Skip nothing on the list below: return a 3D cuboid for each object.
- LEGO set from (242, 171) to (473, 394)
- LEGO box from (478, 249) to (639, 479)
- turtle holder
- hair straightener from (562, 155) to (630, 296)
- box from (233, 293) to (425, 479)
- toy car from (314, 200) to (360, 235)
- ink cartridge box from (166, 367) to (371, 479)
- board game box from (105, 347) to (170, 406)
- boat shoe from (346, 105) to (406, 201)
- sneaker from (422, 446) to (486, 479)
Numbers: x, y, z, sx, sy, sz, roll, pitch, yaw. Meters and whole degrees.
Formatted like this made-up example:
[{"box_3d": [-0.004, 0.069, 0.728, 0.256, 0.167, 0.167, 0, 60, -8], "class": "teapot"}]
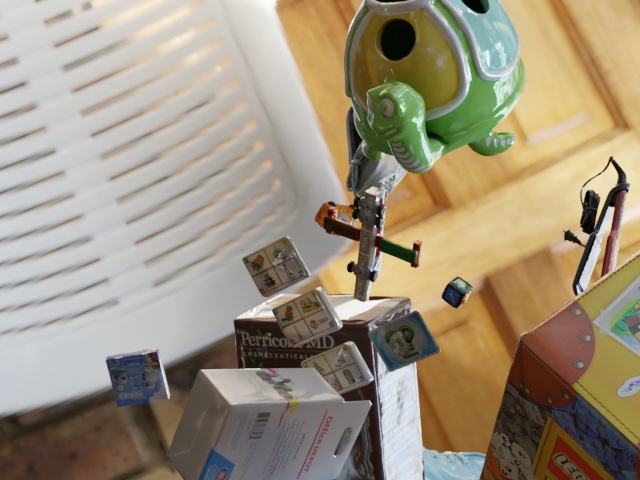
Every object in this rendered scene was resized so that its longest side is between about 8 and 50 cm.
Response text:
[{"box_3d": [0.049, 0.049, 1.431, 0.244, 0.182, 0.060, -28, -177, 43], "class": "LEGO set"}, {"box_3d": [0.389, 0.124, 1.259, 0.500, 0.193, 0.372, -32, 150, -25], "class": "LEGO box"}, {"box_3d": [0.123, -0.226, 1.807, 0.243, 0.227, 0.320, 19, -130, 42], "class": "turtle holder"}, {"box_3d": [0.395, -0.022, 2.008, 0.089, 0.230, 0.047, 3, 156, 27], "class": "hair straightener"}, {"box_3d": [0.021, 0.265, 1.722, 0.191, 0.382, 0.143, -1, -169, 27], "class": "box"}, {"box_3d": [0.000, 0.000, 1.758, 0.060, 0.041, 0.122, 25, 122, -39], "class": "toy car"}, {"box_3d": [-0.049, 0.184, 1.352, 0.181, 0.061, 0.104, 4, 118, -41], "class": "ink cartridge box"}, {"box_3d": [-0.305, 0.230, 2.302, 0.090, 0.090, 0.020, -10, -159, 4], "class": "board game box"}, {"box_3d": [0.084, -0.142, 2.303, 0.118, 0.103, 0.320, -54, -168, 26], "class": "boat shoe"}, {"box_3d": [0.165, 0.335, 1.880, 0.135, 0.366, 0.150, -30, -160, 55], "class": "sneaker"}]
